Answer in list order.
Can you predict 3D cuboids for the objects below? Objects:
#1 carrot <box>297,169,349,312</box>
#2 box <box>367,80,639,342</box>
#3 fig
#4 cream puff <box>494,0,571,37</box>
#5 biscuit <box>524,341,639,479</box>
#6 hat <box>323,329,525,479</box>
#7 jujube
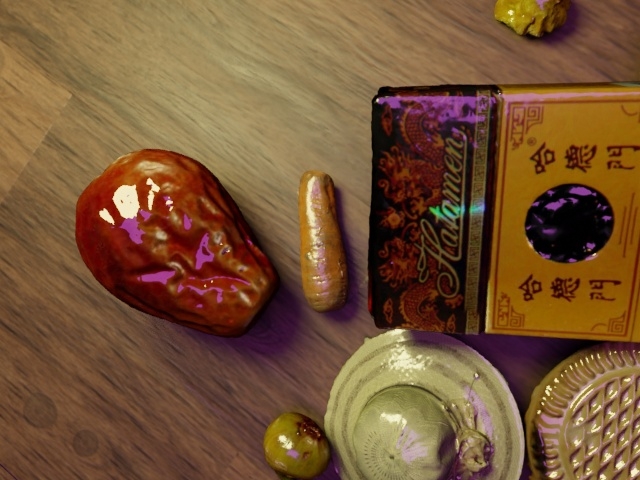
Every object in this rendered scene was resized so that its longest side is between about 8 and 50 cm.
[{"bbox_3d":[0.000,0.000,0.693,0.060,0.060,0.185,-7,87,10],"label":"carrot"},{"bbox_3d":[0.260,-0.032,0.575,0.416,0.115,0.264,3,111,11],"label":"box"},{"bbox_3d":[-0.038,0.267,0.688,0.084,0.082,0.098,29,113,-24],"label":"fig"},{"bbox_3d":[0.253,-0.284,0.653,0.083,0.058,0.083,-19,87,11],"label":"cream puff"},{"bbox_3d":[0.360,0.229,0.610,0.260,0.079,0.258,0,89,10],"label":"biscuit"},{"bbox_3d":[0.097,0.227,0.619,0.252,0.110,0.251,-1,87,23],"label":"hat"},{"bbox_3d":[-0.170,0.009,0.668,0.255,0.190,0.190,39,95,2],"label":"jujube"}]
